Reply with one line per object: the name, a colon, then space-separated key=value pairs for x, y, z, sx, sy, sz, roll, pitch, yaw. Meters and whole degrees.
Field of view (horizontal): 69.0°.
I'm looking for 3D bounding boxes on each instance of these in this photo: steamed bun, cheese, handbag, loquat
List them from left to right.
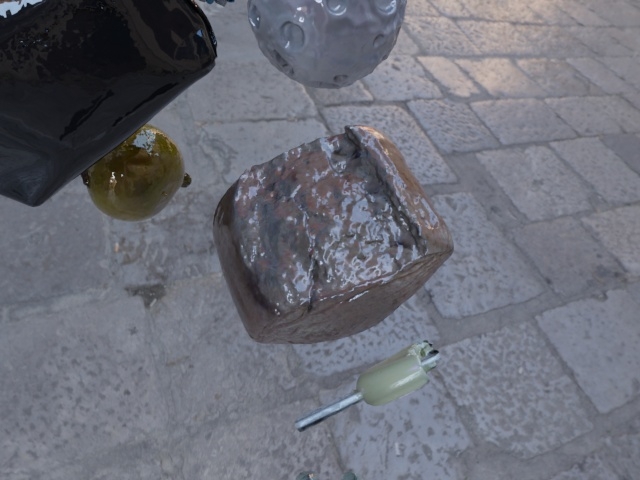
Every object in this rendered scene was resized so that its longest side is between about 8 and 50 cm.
handbag: x=-0.311 y=-0.216 z=0.483 sx=0.342 sy=0.288 sz=0.152 roll=-39 pitch=62 yaw=-2
loquat: x=-0.313 y=-0.118 z=0.803 sx=0.149 sy=0.172 sz=0.204 roll=30 pitch=19 yaw=35
steamed bun: x=0.000 y=0.000 z=0.357 sx=0.175 sy=0.106 sz=0.145 roll=-29 pitch=58 yaw=13
cheese: x=0.071 y=0.212 z=0.667 sx=0.235 sy=0.127 sz=0.050 roll=-25 pitch=82 yaw=-2

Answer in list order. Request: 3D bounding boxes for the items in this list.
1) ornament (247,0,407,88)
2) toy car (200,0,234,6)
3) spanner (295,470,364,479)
ornament: x=0.010 y=-0.480 z=0.973 sx=0.337 sy=0.337 sz=0.337 roll=8 pitch=51 yaw=-10
toy car: x=-0.292 y=-0.706 z=1.237 sx=0.098 sy=0.126 sz=0.161 roll=41 pitch=29 yaw=15
spanner: x=-0.046 y=0.386 z=0.480 sx=0.095 sy=0.325 sz=0.040 roll=20 pitch=4 yaw=-33
